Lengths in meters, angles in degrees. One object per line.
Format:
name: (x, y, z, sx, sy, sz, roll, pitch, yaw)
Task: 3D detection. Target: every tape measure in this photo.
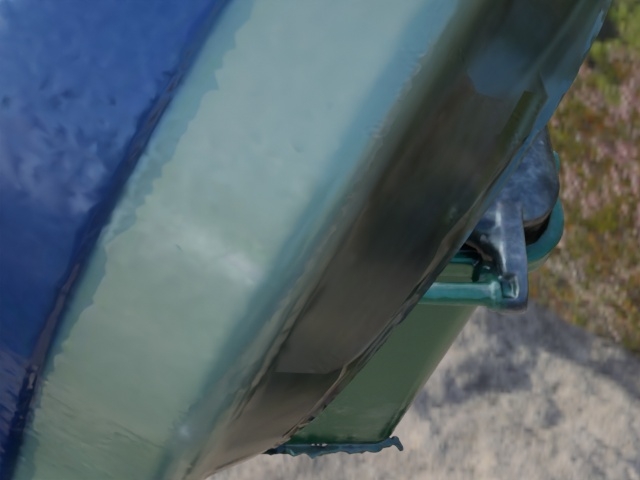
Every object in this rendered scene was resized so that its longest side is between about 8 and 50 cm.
tape measure: (-0.024, -0.048, 0.462, 0.138, 0.262, 0.259, 34, 55, -6)

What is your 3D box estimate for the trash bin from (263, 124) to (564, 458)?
trash bin: (0.000, 0.000, 0.993, 0.259, 0.381, 0.295, 0, 56, -9)
